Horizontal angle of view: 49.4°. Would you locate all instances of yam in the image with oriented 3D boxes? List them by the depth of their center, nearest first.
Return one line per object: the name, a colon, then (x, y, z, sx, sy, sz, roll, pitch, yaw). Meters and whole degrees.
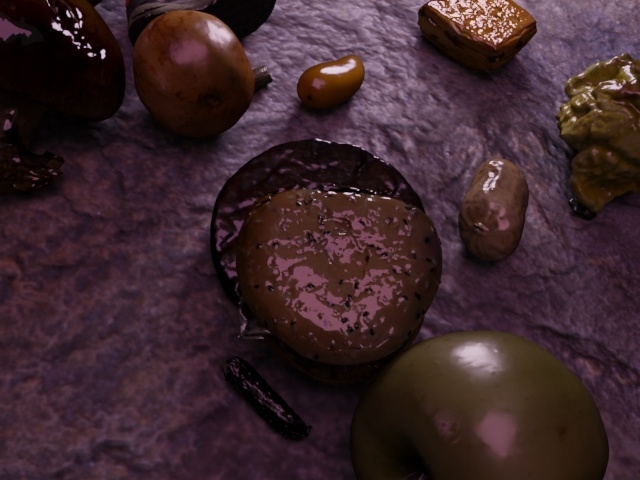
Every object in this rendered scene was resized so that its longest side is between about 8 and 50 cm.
yam: (-0.146, -0.337, 1.468, 0.094, 0.043, 0.043, -30, 70, -22)

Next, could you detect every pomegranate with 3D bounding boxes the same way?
pomegranate: (-0.242, -0.318, 1.329, 0.248, 0.248, 0.248, 4, 60, -8)

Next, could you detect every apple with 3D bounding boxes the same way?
apple: (0.227, 0.292, 0.997, 0.358, 0.357, 0.357, 4, 60, -8)

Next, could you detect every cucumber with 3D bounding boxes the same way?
cucumber: (-0.089, 0.259, 1.131, 0.181, 0.053, 0.053, 41, 62, 12)

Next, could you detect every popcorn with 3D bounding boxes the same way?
popcorn: (0.613, -0.239, 1.437, 0.293, 0.237, 0.292, 7, 59, -11)

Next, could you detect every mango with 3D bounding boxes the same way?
mango: (0.027, -0.337, 1.478, 0.102, 0.084, 0.184, 42, 52, 19)

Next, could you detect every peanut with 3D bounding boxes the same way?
peanut: (0.335, -0.064, 1.349, 0.129, 0.129, 0.224, 19, 53, 1)

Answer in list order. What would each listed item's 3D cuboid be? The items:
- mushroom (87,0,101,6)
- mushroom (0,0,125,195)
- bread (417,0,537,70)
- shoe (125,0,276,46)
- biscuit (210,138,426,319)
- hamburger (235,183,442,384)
mushroom: (-0.603, -0.597, 1.452, 0.345, 0.239, 0.345, 17, 56, -26)
mushroom: (-0.524, -0.298, 1.285, 0.331, 0.356, 0.334, -5, 36, -33)
bread: (0.363, -0.497, 1.625, 0.235, 0.099, 0.210, 40, 59, 19)
shoe: (-0.270, -0.518, 1.514, 0.337, 0.132, 0.171, -20, 57, -17)
biscuit: (0.000, 0.000, 1.275, 0.408, 0.091, 0.407, 4, 63, -7)
hamburger: (0.025, 0.076, 1.084, 0.318, 0.195, 0.276, 4, 61, -3)
